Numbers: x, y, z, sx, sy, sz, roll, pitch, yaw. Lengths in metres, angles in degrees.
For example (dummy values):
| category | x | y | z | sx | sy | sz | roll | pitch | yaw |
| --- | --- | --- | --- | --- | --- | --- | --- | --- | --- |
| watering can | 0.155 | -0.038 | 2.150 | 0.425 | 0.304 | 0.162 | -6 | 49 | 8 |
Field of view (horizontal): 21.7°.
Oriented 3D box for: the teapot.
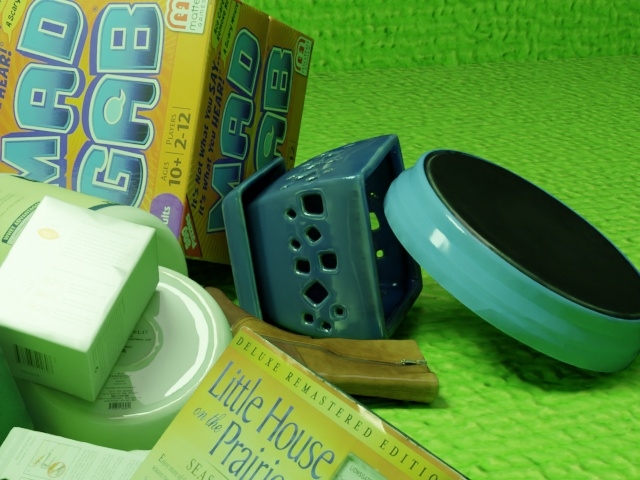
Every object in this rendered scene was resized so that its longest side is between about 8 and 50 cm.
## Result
| category | x | y | z | sx | sy | sz | roll | pitch | yaw |
| --- | --- | --- | --- | --- | --- | --- | --- | --- | --- |
| teapot | -0.203 | 0.160 | 1.796 | 0.256 | 0.187 | 0.252 | 35 | 57 | 25 |

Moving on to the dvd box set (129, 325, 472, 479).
| category | x | y | z | sx | sy | sz | roll | pitch | yaw |
| --- | --- | --- | --- | --- | --- | --- | --- | --- | --- |
| dvd box set | -0.090 | 0.279 | 1.084 | 0.062 | 0.420 | 0.308 | 39 | -7 | -33 |

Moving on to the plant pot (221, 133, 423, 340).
| category | x | y | z | sx | sy | sz | roll | pitch | yaw |
| --- | --- | --- | --- | --- | --- | --- | --- | --- | --- |
| plant pot | 0.000 | 0.000 | 2.249 | 0.212 | 0.236 | 0.236 | -4 | 15 | 18 |

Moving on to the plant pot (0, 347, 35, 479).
| category | x | y | z | sx | sy | sz | roll | pitch | yaw |
| --- | --- | --- | --- | --- | --- | --- | --- | --- | --- |
| plant pot | -0.424 | 0.198 | 1.635 | 0.234 | 0.165 | 0.166 | -33 | 33 | -28 |

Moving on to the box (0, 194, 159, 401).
| category | x | y | z | sx | sy | sz | roll | pitch | yaw |
| --- | --- | --- | --- | --- | --- | --- | --- | --- | --- |
| box | -0.256 | 0.057 | 1.698 | 0.130 | 0.091 | 0.170 | 17 | 52 | 12 |

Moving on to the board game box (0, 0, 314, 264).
| category | x | y | z | sx | sy | sz | roll | pitch | yaw |
| --- | --- | --- | --- | --- | --- | --- | --- | --- | --- |
| board game box | -0.258 | -0.163 | 2.388 | 0.357 | 0.356 | 0.356 | 8 | -1 | 21 |

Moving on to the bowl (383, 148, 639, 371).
| category | x | y | z | sx | sy | sz | roll | pitch | yaw |
| --- | --- | --- | --- | --- | --- | --- | --- | --- | --- |
| bowl | 0.266 | 0.016 | 2.169 | 0.391 | 0.077 | 0.391 | 28 | 22 | -12 |

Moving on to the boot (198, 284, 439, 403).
| category | x | y | z | sx | sy | sz | roll | pitch | yaw |
| --- | --- | --- | --- | --- | --- | --- | --- | --- | --- |
| boot | -0.014 | 0.124 | 2.062 | 0.280 | 0.096 | 0.264 | -2 | 17 | -14 |

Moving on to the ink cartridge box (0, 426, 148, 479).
| category | x | y | z | sx | sy | sz | roll | pitch | yaw |
| --- | --- | --- | --- | --- | --- | --- | --- | --- | --- |
| ink cartridge box | -0.217 | 0.270 | 1.481 | 0.232 | 0.066 | 0.189 | 4 | 49 | 33 |

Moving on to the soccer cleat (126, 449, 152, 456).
| category | x | y | z | sx | sy | sz | roll | pitch | yaw |
| --- | --- | --- | --- | --- | --- | --- | --- | --- | --- |
| soccer cleat | -0.127 | 0.271 | 1.543 | 0.196 | 0.068 | 0.076 | 39 | 40 | 22 |

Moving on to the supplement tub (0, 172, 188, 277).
| category | x | y | z | sx | sy | sz | roll | pitch | yaw |
| --- | --- | --- | --- | --- | --- | --- | --- | --- | --- |
| supplement tub | -0.348 | 0.047 | 2.040 | 0.325 | 0.235 | 0.235 | 15 | 21 | 37 |
